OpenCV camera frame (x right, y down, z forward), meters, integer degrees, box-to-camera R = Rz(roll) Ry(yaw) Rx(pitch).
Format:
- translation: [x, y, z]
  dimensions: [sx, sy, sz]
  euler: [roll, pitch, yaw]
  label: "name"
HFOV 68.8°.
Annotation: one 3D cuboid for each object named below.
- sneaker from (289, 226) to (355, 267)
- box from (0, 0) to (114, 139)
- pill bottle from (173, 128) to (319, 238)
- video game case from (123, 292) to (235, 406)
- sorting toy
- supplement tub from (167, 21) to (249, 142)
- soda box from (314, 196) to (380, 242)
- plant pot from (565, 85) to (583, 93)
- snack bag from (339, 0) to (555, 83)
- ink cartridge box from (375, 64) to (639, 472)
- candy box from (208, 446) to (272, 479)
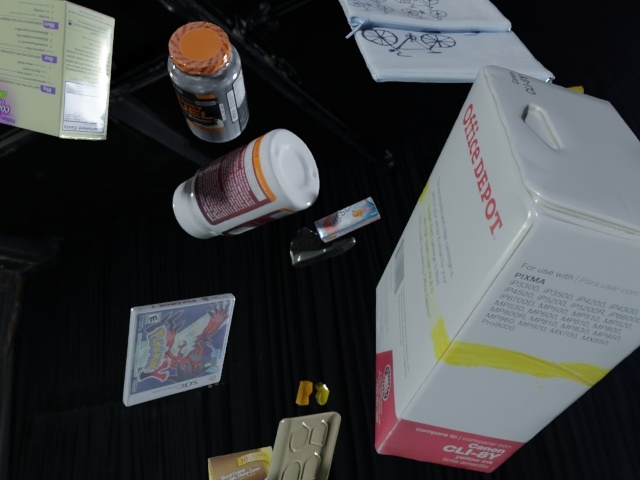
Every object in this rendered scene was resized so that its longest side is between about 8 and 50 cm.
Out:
- translation: [0.000, 0.000, 1.598]
  dimensions: [0.228, 0.130, 0.087]
  euler: [-18, -22, 3]
  label: "sneaker"
- translation: [-0.540, -0.340, 0.927]
  dimensions: [0.214, 0.242, 0.117]
  euler: [15, 13, 18]
  label: "box"
- translation: [-0.219, -0.142, 1.324]
  dimensions: [0.393, 0.223, 0.224]
  euler: [-17, -22, 33]
  label: "pill bottle"
- translation: [-0.256, 0.197, 0.851]
  dimensions: [0.184, 0.023, 0.201]
  euler: [-5, -62, -38]
  label: "video game case"
- translation: [-0.039, 0.542, 1.307]
  dimensions: [0.041, 0.306, 0.229]
  euler: [10, -5, 44]
  label: "sorting toy"
- translation: [-0.311, -0.436, 1.315]
  dimensions: [0.194, 0.193, 0.316]
  euler: [-5, -22, -4]
  label: "supplement tub"
- translation: [0.078, -0.059, 1.366]
  dimensions: [0.183, 0.058, 0.063]
  euler: [-25, -15, 7]
  label: "soda box"
- translation: [0.572, -0.294, 1.291]
  dimensions: [0.188, 0.212, 0.212]
  euler: [-3, 7, -3]
  label: "plant pot"
- translation: [0.202, -0.380, 0.835]
  dimensions: [0.324, 0.342, 0.037]
  euler: [-2, -39, -11]
  label: "snack bag"
- translation: [0.193, 0.045, 0.540]
  dimensions: [0.161, 0.279, 0.384]
  euler: [14, -48, -3]
  label: "ink cartridge box"
- translation: [-0.198, 0.743, 1.261]
  dimensions: [0.183, 0.316, 0.087]
  euler: [-5, -41, -14]
  label: "candy box"
